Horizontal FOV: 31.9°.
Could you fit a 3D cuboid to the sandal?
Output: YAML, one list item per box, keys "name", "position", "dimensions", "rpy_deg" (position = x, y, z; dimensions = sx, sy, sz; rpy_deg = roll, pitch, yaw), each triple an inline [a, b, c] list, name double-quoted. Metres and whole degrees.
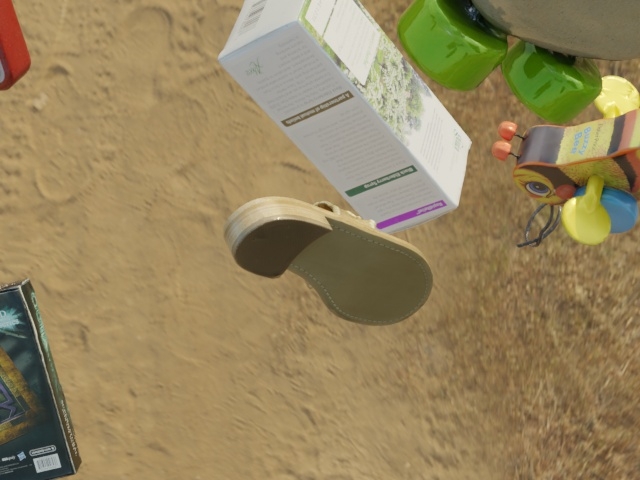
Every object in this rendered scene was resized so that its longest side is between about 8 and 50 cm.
- name: "sandal"
  position: [0.005, -0.004, 0.876]
  dimensions: [0.088, 0.240, 0.079]
  rpy_deg: [-40, 56, 19]

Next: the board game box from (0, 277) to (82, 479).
- name: "board game box"
  position: [-0.255, 0.104, 0.694]
  dimensions: [0.186, 0.026, 0.126]
  rpy_deg: [-13, 100, 0]

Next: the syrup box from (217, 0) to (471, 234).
- name: "syrup box"
  position: [0.029, -0.120, 0.988]
  dimensions: [0.096, 0.237, 0.093]
  rpy_deg: [-20, 37, 35]

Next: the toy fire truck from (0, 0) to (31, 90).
- name: "toy fire truck"
  position: [-0.403, -0.287, 1.020]
  dimensions: [0.253, 0.302, 0.169]
  rpy_deg: [9, 38, 23]

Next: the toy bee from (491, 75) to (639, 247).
- name: "toy bee"
  position: [0.268, -0.072, 1.179]
  dimensions: [0.162, 0.298, 0.195]
  rpy_deg: [30, 42, -22]

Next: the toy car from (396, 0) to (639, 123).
- name: "toy car"
  position: [0.107, -0.183, 0.560]
  dimensions: [0.155, 0.148, 0.188]
  rpy_deg: [-46, 50, 34]
